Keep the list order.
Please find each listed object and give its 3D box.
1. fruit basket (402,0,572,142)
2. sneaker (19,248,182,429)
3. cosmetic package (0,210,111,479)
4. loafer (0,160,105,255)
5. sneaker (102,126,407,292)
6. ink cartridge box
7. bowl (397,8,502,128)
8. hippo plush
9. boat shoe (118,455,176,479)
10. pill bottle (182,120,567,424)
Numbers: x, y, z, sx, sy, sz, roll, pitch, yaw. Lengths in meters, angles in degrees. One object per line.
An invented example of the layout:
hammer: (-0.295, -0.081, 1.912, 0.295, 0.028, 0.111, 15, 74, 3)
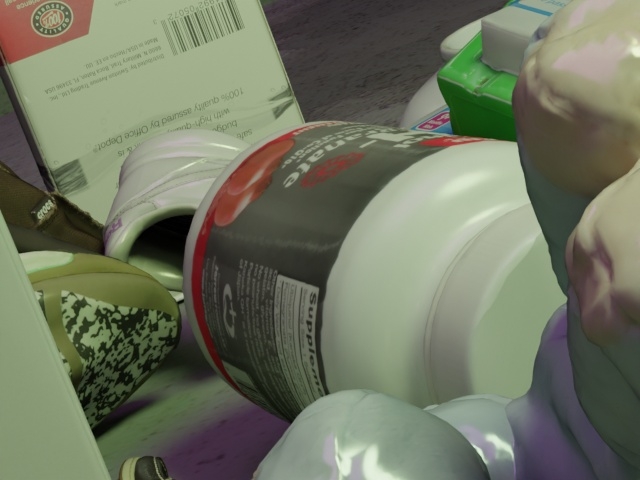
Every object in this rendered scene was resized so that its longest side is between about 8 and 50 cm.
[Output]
fruit basket: (0.255, -0.117, 1.043, 0.353, 0.165, 0.327, -35, 30, -15)
sneaker: (-0.210, 0.144, 1.075, 0.182, 0.158, 0.410, 31, 41, 30)
cosmetic package: (-0.204, 0.058, 0.786, 0.156, 0.385, 0.217, -24, 12, -19)
loafer: (-0.220, -0.004, 1.275, 0.133, 0.130, 0.366, -28, -20, 8)
sneaker: (0.000, 0.000, 1.250, 0.305, 0.114, 0.152, -1, 31, 12)
ink cartridge box: (-0.134, -0.104, 1.492, 0.207, 0.283, 0.117, -22, 11, -10)
bowl: (0.175, -0.105, 1.386, 0.297, 0.134, 0.298, -19, 15, 5)
hippo plush: (0.085, 0.054, 0.636, 0.236, 0.234, 0.294, -26, -12, 25)
boat shoe: (-0.072, 0.152, 0.941, 0.049, 0.056, 0.152, -16, 24, -3)
pill bottle: (0.060, 0.033, 0.942, 0.176, 0.176, 0.318, -25, 15, -19)
